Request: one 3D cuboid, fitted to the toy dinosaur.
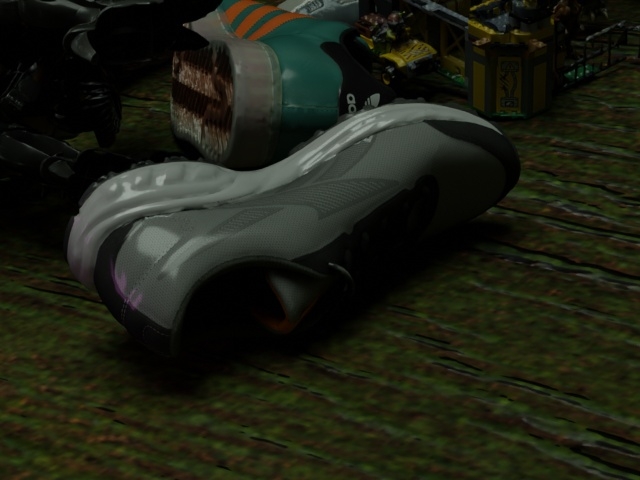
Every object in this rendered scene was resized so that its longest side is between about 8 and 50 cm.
[{"bbox_3d":[-0.192,-0.104,1.057,0.218,0.164,0.322,21,41,28],"label":"toy dinosaur"}]

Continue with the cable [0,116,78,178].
[{"bbox_3d":[-0.299,-0.057,1.094,0.139,0.072,0.287,7,12,35],"label":"cable"}]

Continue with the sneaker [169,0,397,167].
[{"bbox_3d":[-0.033,-0.110,1.164,0.121,0.108,0.302,3,18,-15],"label":"sneaker"}]

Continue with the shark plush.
[{"bbox_3d":[0.036,-0.166,1.340,0.161,0.073,0.067,15,48,2],"label":"shark plush"}]

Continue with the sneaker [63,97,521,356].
[{"bbox_3d":[0.000,0.000,0.930,0.271,0.100,0.108,-17,50,-26],"label":"sneaker"}]

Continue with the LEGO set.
[{"bbox_3d":[0.171,-0.246,1.227,0.331,0.192,0.255,-19,35,-23],"label":"LEGO set"}]
